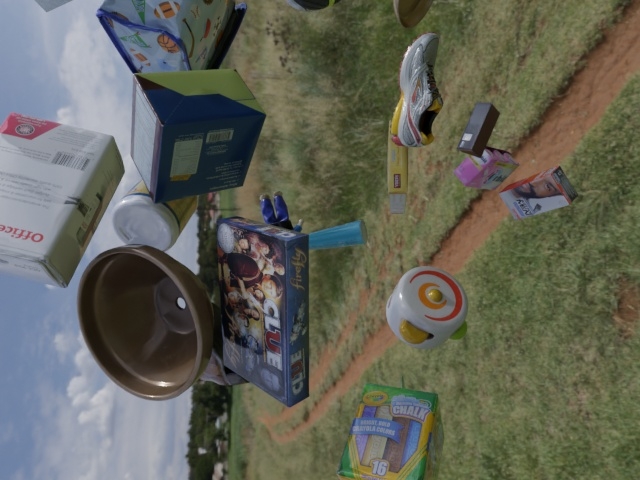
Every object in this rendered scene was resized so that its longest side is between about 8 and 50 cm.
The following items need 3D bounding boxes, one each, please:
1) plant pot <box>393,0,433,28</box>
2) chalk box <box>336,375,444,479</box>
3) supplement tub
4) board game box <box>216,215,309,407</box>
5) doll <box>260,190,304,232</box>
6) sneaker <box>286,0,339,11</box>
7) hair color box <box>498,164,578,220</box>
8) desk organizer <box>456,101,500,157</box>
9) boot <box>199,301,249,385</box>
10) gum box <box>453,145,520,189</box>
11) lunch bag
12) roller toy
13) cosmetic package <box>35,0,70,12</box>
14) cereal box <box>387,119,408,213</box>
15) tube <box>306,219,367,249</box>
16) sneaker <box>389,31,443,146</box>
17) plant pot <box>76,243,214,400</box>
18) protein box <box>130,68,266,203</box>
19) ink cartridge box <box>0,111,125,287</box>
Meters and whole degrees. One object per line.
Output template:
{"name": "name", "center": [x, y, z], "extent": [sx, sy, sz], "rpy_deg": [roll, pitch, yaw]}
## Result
{"name": "plant pot", "center": [0.226, -0.614, 1.036], "extent": [0.236, 0.032, 0.236], "rpy_deg": [-48, -24, -29]}
{"name": "chalk box", "center": [0.132, 0.334, 0.761], "extent": [0.213, 0.131, 0.133], "rpy_deg": [-60, -38, -44]}
{"name": "supplement tub", "center": [-0.366, -0.079, 1.033], "extent": [0.200, 0.144, 0.144], "rpy_deg": [-80, 0, -55]}
{"name": "board game box", "center": [-0.086, 0.097, 0.664], "extent": [0.165, 0.042, 0.244], "rpy_deg": [14, 110, 43]}
{"name": "doll", "center": [-0.108, -0.040, 1.247], "extent": [0.046, 0.129, 0.189], "rpy_deg": [107, 149, -76]}
{"name": "sneaker", "center": [0.040, -0.565, 0.819], "extent": [0.147, 0.145, 0.385], "rpy_deg": [11, 69, 57]}
{"name": "hair color box", "center": [0.562, -0.120, 1.177], "extent": [0.093, 0.053, 0.167], "rpy_deg": [55, 152, -4]}
{"name": "desk organizer", "center": [0.401, -0.278, 1.145], "extent": [0.047, 0.050, 0.130], "rpy_deg": [22, 88, 51]}
{"name": "boot", "center": [-0.323, 0.244, 1.026], "extent": [0.264, 0.280, 0.096], "rpy_deg": [65, -156, -43]}
{"name": "gum box", "center": [0.489, -0.209, 1.318], "extent": [0.107, 0.188, 0.062], "rpy_deg": [-51, 56, 35]}
{"name": "lunch bag", "center": [-0.341, -0.548, 1.140], "extent": [0.385, 0.238, 0.328], "rpy_deg": [132, 158, -78]}
{"name": "roller toy", "center": [0.275, 0.172, 1.180], "extent": [0.146, 0.209, 0.191], "rpy_deg": [105, 151, -54]}
{"name": "cosmetic package", "center": [-0.634, -0.828, 1.248], "extent": [0.097, 0.284, 0.378], "rpy_deg": [54, -148, -55]}
{"name": "cereal box", "center": [0.190, -0.170, 1.115], "extent": [0.240, 0.047, 0.173], "rpy_deg": [36, -126, -78]}
{"name": "tube", "center": [0.000, 0.000, 1.009], "extent": [0.080, 0.207, 0.052], "rpy_deg": [31, -130, -65]}
{"name": "sneaker", "center": [0.213, -0.301, 0.920], "extent": [0.092, 0.088, 0.226], "rpy_deg": [22, 115, 40]}
{"name": "plant pot", "center": [-0.250, 0.115, 0.706], "extent": [0.109, 0.237, 0.238], "rpy_deg": [-29, -54, -65]}
{"name": "protein box", "center": [-0.242, -0.201, 0.873], "extent": [0.136, 0.199, 0.201], "rpy_deg": [57, 143, 21]}
{"name": "ink cartridge box", "center": [-0.401, -0.059, 0.644], "extent": [0.092, 0.158, 0.218], "rpy_deg": [107, 176, -58]}
